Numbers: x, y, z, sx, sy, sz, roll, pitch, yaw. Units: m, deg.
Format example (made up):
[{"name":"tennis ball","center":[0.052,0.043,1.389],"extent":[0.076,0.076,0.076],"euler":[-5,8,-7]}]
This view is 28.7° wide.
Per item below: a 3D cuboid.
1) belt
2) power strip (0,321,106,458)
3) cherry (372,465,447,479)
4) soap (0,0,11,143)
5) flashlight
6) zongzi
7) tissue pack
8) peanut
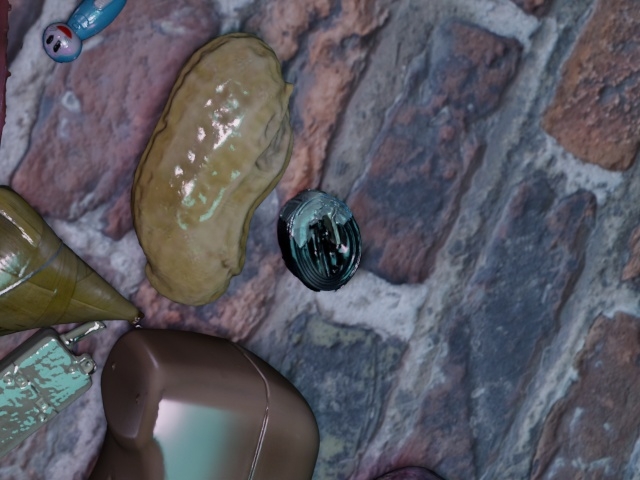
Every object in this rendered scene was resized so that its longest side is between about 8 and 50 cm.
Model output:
[{"name":"belt","center":[0.000,0.000,1.645],"extent":[0.105,0.058,0.140],"euler":[-23,108,-16]},{"name":"power strip","center":[-0.381,0.197,1.562],"extent":[0.288,0.053,0.093],"euler":[-38,110,-8]},{"name":"cherry","center":[0.121,0.403,1.722],"extent":[0.195,0.195,0.195],"euler":[-4,104,-18]},{"name":"soap","center":[-0.414,-0.153,1.393],"extent":[0.112,0.182,0.289],"euler":[6,76,-21]},{"name":"flashlight","center":[-0.278,-0.265,1.496],"extent":[0.129,0.051,0.051],"euler":[-45,112,-11]},{"name":"zongzi","center":[-0.372,0.092,1.511],"extent":[0.228,0.115,0.256],"euler":[-48,115,-7]},{"name":"tissue pack","center":[-0.160,0.319,1.551],"extent":[0.277,0.267,0.387],"euler":[16,96,-23]},{"name":"peanut","center":[-0.139,-0.089,1.529],"extent":[0.174,0.158,0.340],"euler":[19,101,-52]}]
